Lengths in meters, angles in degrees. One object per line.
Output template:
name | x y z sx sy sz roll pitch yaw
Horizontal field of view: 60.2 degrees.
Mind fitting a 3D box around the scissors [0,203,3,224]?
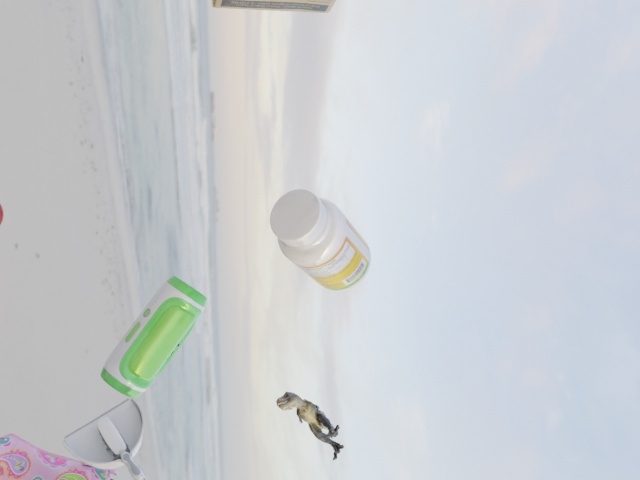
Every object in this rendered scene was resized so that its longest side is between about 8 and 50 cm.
scissors | -0.518 0.052 0.749 0.021 0.108 0.297 -110 -137 -76

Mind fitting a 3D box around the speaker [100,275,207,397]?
speaker | -0.413 0.238 1.382 0.297 0.131 0.131 -55 -175 -11

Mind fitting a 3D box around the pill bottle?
pill bottle | 0.000 0.000 1.073 0.246 0.136 0.137 45 33 -58

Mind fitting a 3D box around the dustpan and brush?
dustpan and brush | -0.370 0.385 1.017 0.211 0.147 0.060 39 -38 31

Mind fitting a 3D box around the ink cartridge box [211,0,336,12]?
ink cartridge box | -0.076 -0.476 0.835 0.088 0.193 0.235 163 -77 -74

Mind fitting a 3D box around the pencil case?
pencil case | -0.625 0.544 1.278 0.124 0.283 0.124 -159 -90 -84

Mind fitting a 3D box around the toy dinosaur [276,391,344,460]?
toy dinosaur | 0.002 0.415 1.231 0.118 0.064 0.268 35 -14 46
